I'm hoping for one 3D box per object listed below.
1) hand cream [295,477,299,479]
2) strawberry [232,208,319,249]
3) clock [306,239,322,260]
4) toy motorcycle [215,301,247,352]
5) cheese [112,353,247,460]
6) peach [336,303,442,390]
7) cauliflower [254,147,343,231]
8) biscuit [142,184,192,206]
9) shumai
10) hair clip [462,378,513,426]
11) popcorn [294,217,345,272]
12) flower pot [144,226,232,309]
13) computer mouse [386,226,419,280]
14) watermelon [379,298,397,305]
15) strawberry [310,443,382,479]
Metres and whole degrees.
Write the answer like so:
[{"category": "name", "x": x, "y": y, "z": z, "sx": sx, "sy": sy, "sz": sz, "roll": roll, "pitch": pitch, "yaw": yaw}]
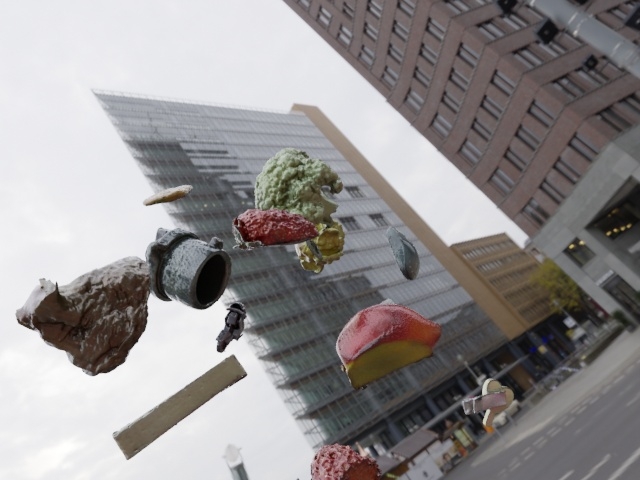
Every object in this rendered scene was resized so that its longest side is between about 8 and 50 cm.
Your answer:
[{"category": "hand cream", "x": -0.095, "y": 0.876, "z": 1.683, "sx": 0.038, "sy": 0.062, "sz": 0.163, "roll": -2, "pitch": -45, "yaw": -31}, {"category": "strawberry", "x": -0.105, "y": -0.034, "z": 1.222, "sx": 0.227, "sy": 0.098, "sz": 0.174, "roll": -7, "pitch": 1, "yaw": -15}, {"category": "clock", "x": -0.020, "y": 0.022, "z": 1.421, "sx": 0.010, "sy": 0.074, "sz": 0.083, "roll": -32, "pitch": -37, "yaw": 15}, {"category": "toy motorcycle", "x": -0.328, "y": 0.316, "z": 1.834, "sx": 0.215, "sy": 0.079, "sz": 0.123, "roll": -60, "pitch": -22, "yaw": -50}, {"category": "cheese", "x": -0.379, "y": 0.452, "z": 1.377, "sx": 0.400, "sy": 0.085, "sz": 0.034, "roll": -28, "pitch": -7, "yaw": -40}, {"category": "peach", "x": 0.161, "y": 0.235, "z": 1.225, "sx": 0.267, "sy": 0.159, "sz": 0.154, "roll": -26, "pitch": -43, "yaw": 10}, {"category": "cauliflower", "x": -0.051, "y": -0.151, "z": 1.475, "sx": 0.280, "sy": 0.327, "sz": 0.260, "roll": -1, "pitch": -34, "yaw": -30}, {"category": "biscuit", "x": -0.416, "y": -0.127, "z": 1.352, "sx": 0.118, "sy": 0.029, "sz": 0.247, "roll": -12, "pitch": 12, "yaw": -7}, {"category": "shumai", "x": -0.379, "y": 0.106, "z": 0.794, "sx": 0.175, "sy": 0.166, "sz": 0.206, "roll": 29, "pitch": -98, "yaw": -34}, {"category": "hair clip", "x": 0.607, "y": 0.584, "z": 1.760, "sx": 0.218, "sy": 0.159, "sz": 0.071, "roll": -4, "pitch": -3, "yaw": -29}, {"category": "popcorn", "x": -0.002, "y": 0.012, "z": 1.901, "sx": 0.180, "sy": 0.235, "sz": 0.217, "roll": 19, "pitch": -100, "yaw": -30}, {"category": "flower pot", "x": -0.513, "y": 0.092, "z": 1.814, "sx": 0.299, "sy": 0.282, "sz": 0.299, "roll": -49, "pitch": -31, "yaw": -44}, {"category": "computer mouse", "x": 0.281, "y": 0.031, "z": 1.628, "sx": 0.068, "sy": 0.229, "sz": 0.113, "roll": -29, "pitch": -44, "yaw": 17}, {"category": "watermelon", "x": 0.242, "y": 0.295, "z": 1.795, "sx": 0.081, "sy": 0.094, "sz": 0.180, "roll": -1, "pitch": -59, "yaw": -11}, {"category": "strawberry", "x": 0.038, "y": 0.683, "z": 1.401, "sx": 0.233, "sy": 0.177, "sz": 0.234, "roll": -20, "pitch": -60, "yaw": -39}]
